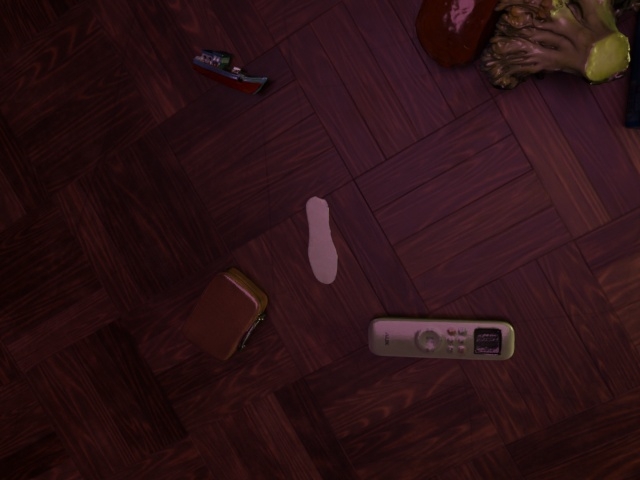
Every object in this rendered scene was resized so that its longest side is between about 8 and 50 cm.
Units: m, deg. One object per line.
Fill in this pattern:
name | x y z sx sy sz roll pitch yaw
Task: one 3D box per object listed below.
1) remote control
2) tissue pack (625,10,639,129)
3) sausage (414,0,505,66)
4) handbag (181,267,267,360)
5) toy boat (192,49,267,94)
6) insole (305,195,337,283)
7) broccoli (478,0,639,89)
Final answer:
remote control | 0.257 0.209 1.457 0.309 0.038 0.090 1 99 13
tissue pack | 0.646 -0.325 1.201 0.146 0.198 0.264 5 100 10
sausage | 0.283 -0.462 1.287 0.141 0.153 0.268 34 105 18
handbag | -0.214 0.173 1.546 0.151 0.072 0.193 38 103 5
toy boat | -0.194 -0.366 1.458 0.172 0.069 0.059 25 112 13
insole | 0.000 0.000 1.502 0.065 0.004 0.197 -7 97 14
broccoli | 0.438 -0.375 1.205 0.247 0.246 0.288 6 123 -20
